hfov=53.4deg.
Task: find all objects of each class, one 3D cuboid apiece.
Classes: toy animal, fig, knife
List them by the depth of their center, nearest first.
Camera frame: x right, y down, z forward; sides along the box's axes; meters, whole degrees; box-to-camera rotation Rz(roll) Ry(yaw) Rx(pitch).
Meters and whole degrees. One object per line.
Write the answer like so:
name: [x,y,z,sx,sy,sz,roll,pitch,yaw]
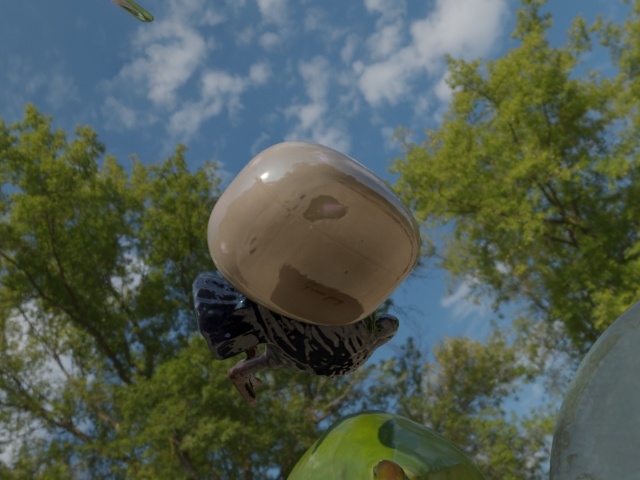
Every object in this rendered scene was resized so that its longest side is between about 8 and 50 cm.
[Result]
knife: [-0.241,-0.261,0.570,0.207,0.030,0.014,32,-105,-29]
fig: [0.053,0.285,0.610,0.233,0.233,0.314,-42,-11,5]
toy animal: [-0.025,0.101,0.714,0.186,0.122,0.298,-17,-29,17]

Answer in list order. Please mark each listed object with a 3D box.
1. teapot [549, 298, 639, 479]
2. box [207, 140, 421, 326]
teapot: [0.308,0.170,0.306,0.285,0.305,0.223,28,-81,-22]
box: [0.000,0.000,0.538,0.146,0.088,0.200,-47,-42,12]
